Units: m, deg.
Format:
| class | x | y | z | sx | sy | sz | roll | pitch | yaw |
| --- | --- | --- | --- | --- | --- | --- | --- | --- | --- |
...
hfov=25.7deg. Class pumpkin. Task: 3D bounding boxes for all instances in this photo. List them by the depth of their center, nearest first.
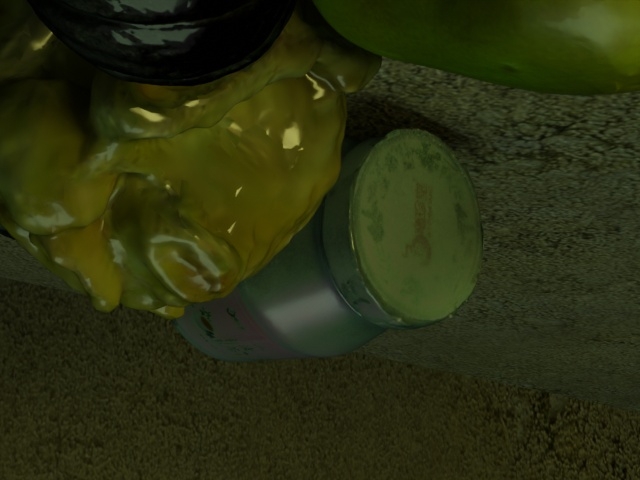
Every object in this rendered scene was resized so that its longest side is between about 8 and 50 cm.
| class | x | y | z | sx | sy | sz | roll | pitch | yaw |
| --- | --- | --- | --- | --- | --- | --- | --- | --- | --- |
| pumpkin | -0.075 | -0.187 | 0.715 | 0.162 | 0.220 | 0.220 | 10 | 168 | 6 |

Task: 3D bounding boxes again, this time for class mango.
| class | x | y | z | sx | sy | sz | roll | pitch | yaw |
| --- | --- | --- | --- | --- | --- | --- | --- | --- | --- |
| mango | 0.131 | -0.164 | 0.848 | 0.185 | 0.149 | 0.273 | 11 | 176 | -43 |

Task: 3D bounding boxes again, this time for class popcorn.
| class | x | y | z | sx | sy | sz | roll | pitch | yaw |
| --- | --- | --- | --- | --- | --- | --- | --- | --- | --- |
| popcorn | -0.121 | -0.097 | 0.974 | 0.312 | 0.312 | 0.312 | 8 | 168 | 2 |

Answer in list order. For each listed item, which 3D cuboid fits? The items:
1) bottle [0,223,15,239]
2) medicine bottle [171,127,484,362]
| class | x | y | z | sx | sy | sz | roll | pitch | yaw |
| --- | --- | --- | --- | --- | --- | --- | --- | --- | --- |
| bottle | -0.333 | -0.087 | 1.457 | 0.169 | 0.168 | 0.347 | 3 | 170 | 23 |
| medicine bottle | 0.000 | 0.000 | 1.461 | 0.245 | 0.245 | 0.290 | 19 | 160 | -40 |
